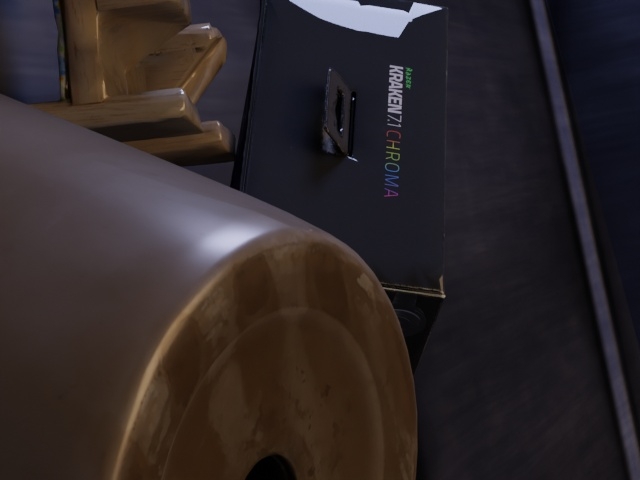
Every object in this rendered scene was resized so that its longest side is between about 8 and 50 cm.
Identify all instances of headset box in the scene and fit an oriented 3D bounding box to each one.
[{"bbox_3d":[0.000,0.000,1.055,0.283,0.131,0.246,105,-9,-53],"label":"headset box"}]

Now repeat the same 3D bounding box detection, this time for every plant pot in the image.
[{"bbox_3d":[-0.130,0.079,0.575,0.323,0.280,0.323,-16,110,-56],"label":"plant pot"}]

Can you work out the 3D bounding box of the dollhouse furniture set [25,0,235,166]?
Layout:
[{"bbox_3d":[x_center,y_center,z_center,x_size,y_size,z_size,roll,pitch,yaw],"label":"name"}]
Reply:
[{"bbox_3d":[-0.209,-0.228,0.825,0.394,0.257,0.362,37,47,-84],"label":"dollhouse furniture set"}]
